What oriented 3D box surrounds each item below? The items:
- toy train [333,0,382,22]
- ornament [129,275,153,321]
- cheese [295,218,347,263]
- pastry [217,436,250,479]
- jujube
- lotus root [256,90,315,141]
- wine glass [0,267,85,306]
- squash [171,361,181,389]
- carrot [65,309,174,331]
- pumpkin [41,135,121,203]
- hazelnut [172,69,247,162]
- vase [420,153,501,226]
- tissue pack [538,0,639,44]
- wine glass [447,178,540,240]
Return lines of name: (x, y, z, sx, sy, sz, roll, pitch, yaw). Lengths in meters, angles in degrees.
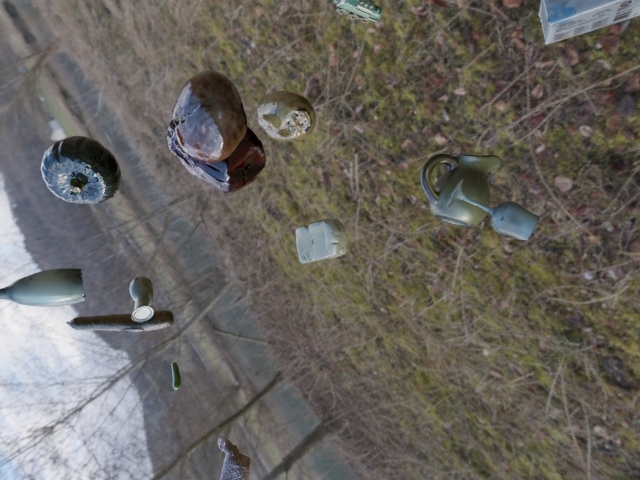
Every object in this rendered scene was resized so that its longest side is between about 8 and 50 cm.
toy train: (0.149, -0.897, 1.826, 0.125, 0.193, 0.081, -143, 67, -67)
ornament: (-0.570, 0.182, 1.527, 0.081, 0.075, 0.156, 37, -164, -39)
cheese: (0.002, 0.000, 1.906, 0.263, 0.093, 0.159, -13, 91, 50)
pastry: (-0.281, 0.771, 1.519, 0.103, 0.112, 0.265, 104, 167, -81)
jujube: (-0.332, -0.298, 1.504, 0.377, 0.258, 0.258, 46, 159, 37)
lotus root: (-0.121, -0.399, 1.529, 0.284, 0.146, 0.160, 33, 144, 56)
wine glass: (-0.763, 0.070, 1.177, 0.264, 0.309, 0.096, 58, 143, 40)
squash: (-0.461, 0.431, 1.520, 0.027, 0.027, 0.089, 96, 162, -63)
carrot: (-0.664, 0.274, 1.582, 0.070, 0.342, 0.070, 178, 90, -80)
pumpkin: (-0.680, -0.193, 1.356, 0.152, 0.211, 0.212, -77, -24, -49)
hazelnut: (-0.264, -0.291, 1.127, 0.181, 0.181, 0.212, -33, -60, -73)
vase: (0.547, -0.232, 1.926, 0.329, 0.303, 0.241, 19, 179, -21)
tissue pack: (0.643, -0.588, 1.124, 0.159, 0.229, 0.145, -9, -94, -66)
wine glass: (0.397, -0.068, 1.093, 0.195, 0.079, 0.079, 29, 152, 19)
